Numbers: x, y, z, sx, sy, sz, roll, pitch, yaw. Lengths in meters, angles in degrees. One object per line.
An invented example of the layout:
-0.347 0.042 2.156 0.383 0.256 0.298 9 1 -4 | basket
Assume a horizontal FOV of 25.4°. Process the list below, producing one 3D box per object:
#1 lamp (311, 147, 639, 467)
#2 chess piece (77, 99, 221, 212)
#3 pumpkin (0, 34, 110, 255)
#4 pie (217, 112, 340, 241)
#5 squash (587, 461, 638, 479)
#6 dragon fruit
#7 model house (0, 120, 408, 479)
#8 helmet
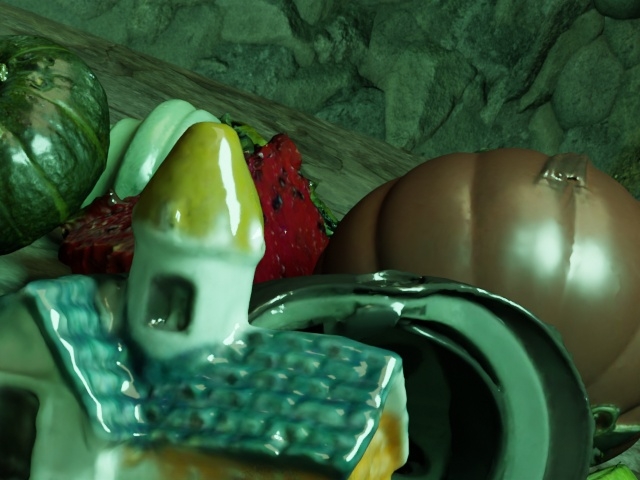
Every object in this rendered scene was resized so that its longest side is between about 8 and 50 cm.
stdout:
0.139 0.062 1.117 0.303 0.303 0.257 22 52 -20 | lamp
-0.264 -0.080 1.444 0.299 0.195 0.194 18 10 9 | chess piece
-0.296 -0.089 1.273 0.223 0.223 0.157 35 -22 40 | pumpkin
0.000 0.000 1.551 0.296 0.078 0.371 44 -3 47 | pie
0.209 0.312 1.071 0.261 0.189 0.189 65 21 9 | squash
-0.103 0.013 1.194 0.302 0.240 0.330 12 2 11 | dragon fruit
-0.085 0.095 0.585 0.271 0.301 0.190 8 1 20 | model house
0.006 0.128 0.927 0.305 0.225 0.177 -4 8 -20 | helmet
